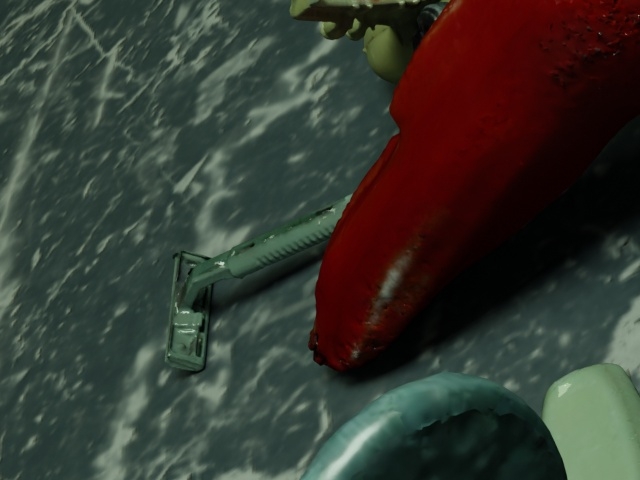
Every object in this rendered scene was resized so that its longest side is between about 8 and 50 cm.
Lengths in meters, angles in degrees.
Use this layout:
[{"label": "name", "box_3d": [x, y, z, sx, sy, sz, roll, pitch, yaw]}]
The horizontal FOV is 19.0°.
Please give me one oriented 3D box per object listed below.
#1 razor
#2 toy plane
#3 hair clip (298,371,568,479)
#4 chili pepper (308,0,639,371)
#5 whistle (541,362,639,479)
[{"label": "razor", "box_3d": [-0.004, -0.004, 1.062, 0.211, 0.036, 0.084, -29, 39, 27]}, {"label": "toy plane", "box_3d": [0.077, -0.123, 1.007, 0.244, 0.229, 0.092, 141, 116, -65]}, {"label": "hair clip", "box_3d": [0.037, 0.292, 0.443, 0.392, 0.318, 0.238, -47, 33, -3]}, {"label": "chili pepper", "box_3d": [0.093, -0.068, 0.887, 0.387, 0.110, 0.110, -51, 25, 38]}, {"label": "whistle", "box_3d": [0.116, 0.151, 0.696, 0.102, 0.105, 0.253, -9, 47, 2]}]
